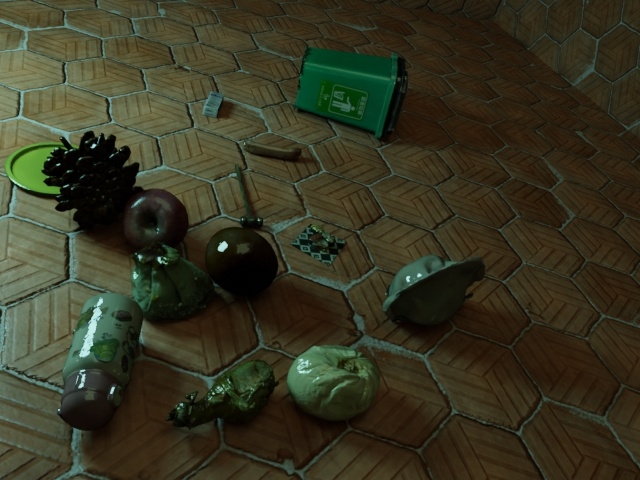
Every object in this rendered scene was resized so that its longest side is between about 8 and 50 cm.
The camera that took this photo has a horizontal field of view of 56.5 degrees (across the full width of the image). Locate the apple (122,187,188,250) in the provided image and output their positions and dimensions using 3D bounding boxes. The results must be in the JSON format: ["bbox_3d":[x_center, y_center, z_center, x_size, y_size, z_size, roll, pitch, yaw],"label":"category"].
[{"bbox_3d":[-0.385,-0.046,1.394,0.153,0.153,0.120,14,1,-5],"label":"apple"}]

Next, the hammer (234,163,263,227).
[{"bbox_3d":[-0.213,-0.133,1.669,0.058,0.029,0.292,4,38,-21],"label":"hammer"}]

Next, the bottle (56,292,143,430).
[{"bbox_3d":[-0.397,0.220,1.079,0.120,0.120,0.253,8,39,-13],"label":"bottle"}]

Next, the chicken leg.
[{"bbox_3d":[-0.171,0.296,1.103,0.227,0.088,0.103,-21,65,-44],"label":"chicken leg"}]

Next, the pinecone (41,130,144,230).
[{"bbox_3d":[-0.531,-0.151,1.390,0.201,0.229,0.202,36,36,9],"label":"pinecone"}]

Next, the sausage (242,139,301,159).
[{"bbox_3d":[-0.151,-0.282,1.864,0.186,0.043,0.043,8,39,-12],"label":"sausage"}]

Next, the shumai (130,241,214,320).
[{"bbox_3d":[-0.315,0.069,1.281,0.184,0.142,0.184,9,40,-7],"label":"shumai"}]

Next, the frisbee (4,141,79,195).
[{"bbox_3d":[-0.687,-0.186,1.545,0.235,0.017,0.236,12,38,-9],"label":"frisbee"}]

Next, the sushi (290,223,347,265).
[{"bbox_3d":[0.000,0.000,1.587,0.120,0.026,0.126,28,39,11],"label":"sushi"}]

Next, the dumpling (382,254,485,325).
[{"bbox_3d":[0.268,0.096,1.436,0.292,0.205,0.163,-15,36,-24],"label":"dumpling"}]

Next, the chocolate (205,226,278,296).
[{"bbox_3d":[-0.183,0.037,1.361,0.176,0.177,0.177,11,38,-9],"label":"chocolate"}]

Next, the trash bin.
[{"bbox_3d":[0.112,-0.561,2.146,0.381,0.259,0.295,13,38,-2],"label":"trash bin"}]

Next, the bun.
[{"bbox_3d":[0.030,0.274,1.192,0.188,0.111,0.164,13,35,-1],"label":"bun"}]

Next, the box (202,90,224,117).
[{"bbox_3d":[-0.359,-0.457,1.999,0.050,0.036,0.117,14,39,-5],"label":"box"}]
